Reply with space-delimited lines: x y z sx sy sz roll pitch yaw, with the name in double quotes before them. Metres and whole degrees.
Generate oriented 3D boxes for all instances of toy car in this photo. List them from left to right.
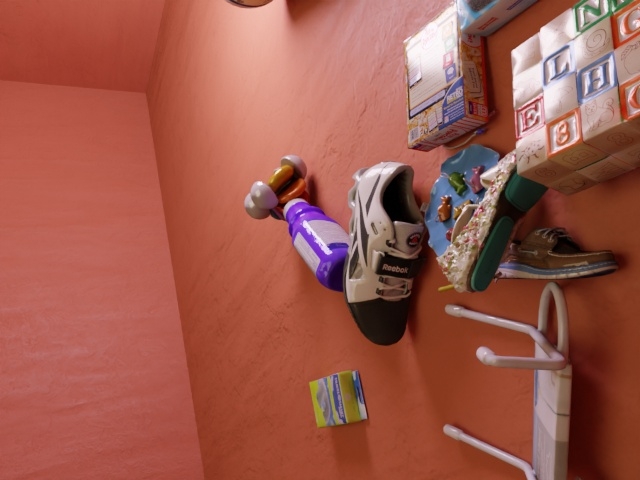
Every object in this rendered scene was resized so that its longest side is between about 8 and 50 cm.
"toy car" -0.090 -0.109 1.361 0.136 0.159 0.182 45 156 -2

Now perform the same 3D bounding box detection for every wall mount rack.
"wall mount rack" 0.244 0.220 0.752 0.304 0.131 0.350 -22 -66 -81

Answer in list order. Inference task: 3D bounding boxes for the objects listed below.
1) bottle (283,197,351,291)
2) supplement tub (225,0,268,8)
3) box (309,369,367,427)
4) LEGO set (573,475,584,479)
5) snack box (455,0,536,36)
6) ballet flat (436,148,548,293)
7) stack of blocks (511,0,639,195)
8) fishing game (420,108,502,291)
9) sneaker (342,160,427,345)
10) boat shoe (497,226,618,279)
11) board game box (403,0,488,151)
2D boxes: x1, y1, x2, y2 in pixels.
"bottle" 0.000 0.000 1.195 0.283 0.118 0.092 50 124 49
"supplement tub" -0.131 -0.696 1.276 0.325 0.235 0.235 9 100 62
"box" 0.036 0.356 1.234 0.178 0.042 0.109 -41 57 57
"LEGO set" 0.360 0.368 0.584 0.087 0.093 0.227 -55 28 1
"snack box" 0.247 -0.474 0.754 0.187 0.060 0.321 -25 70 60
"ballet flat" 0.226 -0.045 0.716 0.077 0.091 0.241 33 92 48
"stack of blocks" 0.331 -0.181 0.537 0.297 0.087 0.171 -29 50 56
"fishing game" 0.207 -0.058 0.835 0.189 0.041 0.264 159 119 -63
"sneaker" 0.119 0.022 0.965 0.146 0.122 0.330 170 97 -64
"boat shoe" 0.287 0.016 0.704 0.183 0.066 0.066 -8 83 62
"board game box" 0.192 -0.255 0.870 0.147 0.045 0.193 -19 68 62
